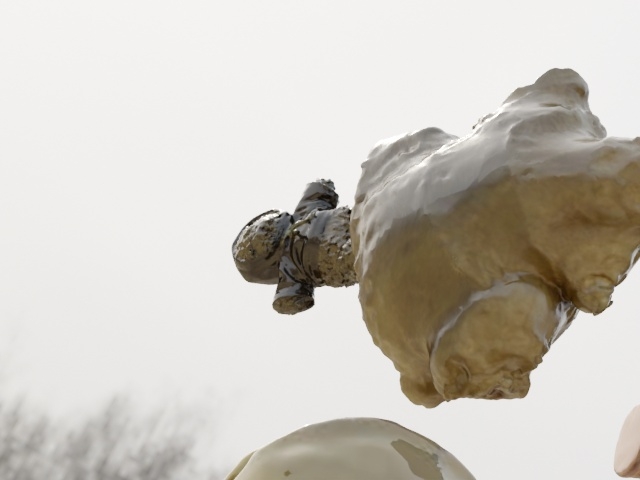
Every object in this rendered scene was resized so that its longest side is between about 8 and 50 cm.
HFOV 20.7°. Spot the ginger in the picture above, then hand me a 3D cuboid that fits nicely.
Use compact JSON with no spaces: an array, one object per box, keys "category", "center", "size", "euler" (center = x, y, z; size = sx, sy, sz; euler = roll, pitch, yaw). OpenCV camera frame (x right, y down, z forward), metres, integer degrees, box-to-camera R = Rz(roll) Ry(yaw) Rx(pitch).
[{"category":"ginger","center":[0.127,-0.004,1.079],"size":[0.123,0.219,0.270],"euler":[25,-25,-30]}]

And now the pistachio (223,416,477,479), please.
[{"category":"pistachio","center":[0.011,0.258,0.960],"size":[0.238,0.321,0.229],"euler":[1,-11,-15]}]

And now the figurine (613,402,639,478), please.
[{"category":"figurine","center":[0.315,0.161,1.224],"size":[0.200,0.276,0.133],"euler":[-53,-125,46]}]

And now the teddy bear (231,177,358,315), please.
[{"category":"teddy bear","center":[0.007,0.004,1.317],"size":[0.160,0.119,0.078],"euler":[-9,-37,44]}]
